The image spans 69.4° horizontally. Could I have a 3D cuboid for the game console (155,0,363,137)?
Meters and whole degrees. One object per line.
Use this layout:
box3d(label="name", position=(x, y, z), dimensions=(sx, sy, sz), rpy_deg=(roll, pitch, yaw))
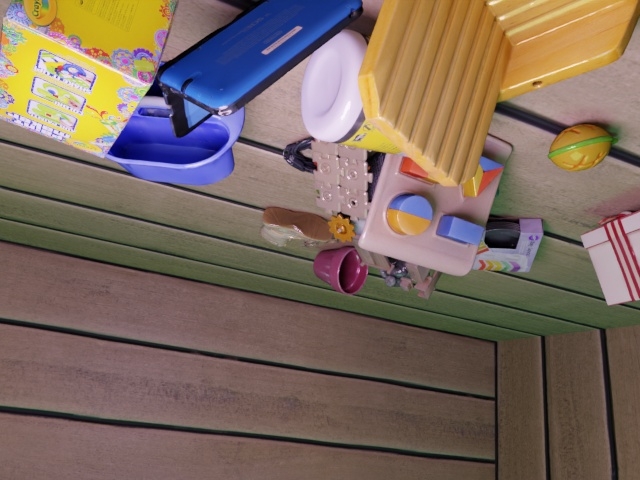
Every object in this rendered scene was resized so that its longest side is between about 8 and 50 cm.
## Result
box3d(label="game console", position=(-0.098, -0.269, 0.756), dimensions=(0.250, 0.293, 0.173), rpy_deg=(33, 158, 33))

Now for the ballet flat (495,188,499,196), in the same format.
box3d(label="ballet flat", position=(0.467, -0.154, 1.287), dimensions=(0.041, 0.041, 0.114), rpy_deg=(-4, 156, 29))

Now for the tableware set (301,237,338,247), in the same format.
box3d(label="tableware set", position=(0.000, 0.000, 1.841), dimensions=(0.169, 0.020, 0.141), rpy_deg=(-13, 164, 5))

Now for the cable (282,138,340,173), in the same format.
box3d(label="cable", position=(0.000, -0.225, 1.261), dimensions=(0.185, 0.047, 0.151), rpy_deg=(25, 149, -34))

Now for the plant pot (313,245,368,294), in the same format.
box3d(label="plant pot", position=(0.076, 0.118, 1.973), dimensions=(0.180, 0.201, 0.201), rpy_deg=(10, 167, 44))

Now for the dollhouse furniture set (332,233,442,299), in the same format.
box3d(label="dollhouse furniture set", position=(0.261, 0.030, 1.756), dimensions=(0.356, 0.173, 0.303), rpy_deg=(16, 150, 38))

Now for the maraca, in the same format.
box3d(label="maraca", position=(0.583, -0.205, 1.026), dimensions=(0.186, 0.099, 0.127), rpy_deg=(-10, 178, -42))

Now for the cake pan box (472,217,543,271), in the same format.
box3d(label="cake pan box", position=(0.612, 0.014, 1.589), dimensions=(0.246, 0.070, 0.266), rpy_deg=(1, 147, 12))

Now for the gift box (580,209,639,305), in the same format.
box3d(label="gift box", position=(0.944, 0.027, 1.310), dimensions=(0.277, 0.258, 0.255), rpy_deg=(-6, 164, -23))

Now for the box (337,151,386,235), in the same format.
box3d(label="box", position=(0.245, -0.108, 1.284), dimensions=(0.297, 0.182, 0.294), rpy_deg=(16, 160, -22))

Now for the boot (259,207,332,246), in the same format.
box3d(label="boot", position=(-0.097, -0.032, 1.736), dimensions=(0.262, 0.095, 0.203), rpy_deg=(12, 159, -9))

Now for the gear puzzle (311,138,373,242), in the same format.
box3d(label="gear puzzle", position=(0.064, -0.139, 1.182), dimensions=(0.176, 0.044, 0.338), rpy_deg=(17, 128, 30))

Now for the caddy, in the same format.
box3d(label="caddy", position=(-0.327, -0.256, 0.996), dimensions=(0.342, 0.241, 0.179), rpy_deg=(6, 165, 3))

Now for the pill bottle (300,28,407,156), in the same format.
box3d(label="pill bottle", position=(0.148, -0.255, 0.863), dimensions=(0.334, 0.187, 0.188), rpy_deg=(3, 165, -31))

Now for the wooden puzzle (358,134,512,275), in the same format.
box3d(label="wooden puzzle", position=(0.284, -0.102, 1.076), dimensions=(0.322, 0.347, 0.080), rpy_deg=(16, -173, -23))

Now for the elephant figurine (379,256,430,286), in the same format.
box3d(label="elephant figurine", position=(0.372, 0.098, 1.870), dimensions=(0.240, 0.169, 0.186), rpy_deg=(-25, 175, 30))

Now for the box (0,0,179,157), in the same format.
box3d(label="box", position=(-0.353, -0.331, 0.722), dimensions=(0.177, 0.289, 0.279), rpy_deg=(20, 156, -31))

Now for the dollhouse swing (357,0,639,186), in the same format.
box3d(label="dollhouse swing", position=(0.264, -0.279, 0.626), dimensions=(0.315, 0.304, 0.347), rpy_deg=(-10, 153, 41))
